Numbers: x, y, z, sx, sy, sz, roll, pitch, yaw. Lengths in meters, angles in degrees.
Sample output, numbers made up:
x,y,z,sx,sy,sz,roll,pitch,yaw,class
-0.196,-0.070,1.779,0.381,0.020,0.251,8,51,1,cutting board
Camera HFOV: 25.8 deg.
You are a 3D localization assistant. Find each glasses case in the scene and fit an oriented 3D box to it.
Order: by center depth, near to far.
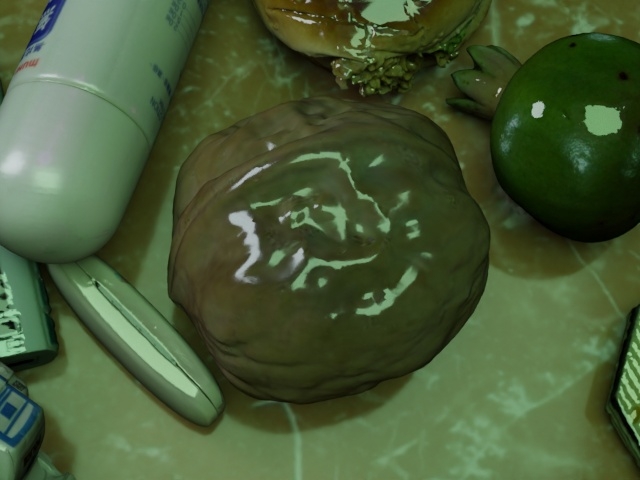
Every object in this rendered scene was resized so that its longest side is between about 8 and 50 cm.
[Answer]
x,y,z,sx,sy,sz,roll,pitch,yaw,class
-0.159,0.079,1.190,0.204,0.081,0.051,45,75,5,glasses case

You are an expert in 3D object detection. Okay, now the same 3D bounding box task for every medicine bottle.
x,y,z,sx,sy,sz,roll,pitch,yaw,class
-0.187,-0.136,1.178,0.130,0.130,0.341,17,63,-1,medicine bottle

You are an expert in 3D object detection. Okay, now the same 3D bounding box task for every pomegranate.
x,y,z,sx,sy,sz,roll,pitch,yaw,class
0.213,-0.105,1.232,0.225,0.187,0.187,31,74,32,pomegranate

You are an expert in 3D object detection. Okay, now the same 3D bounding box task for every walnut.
x,y,z,sx,sy,sz,roll,pitch,yaw,class
0.001,0.003,1.147,0.273,0.227,0.273,0,79,0,walnut

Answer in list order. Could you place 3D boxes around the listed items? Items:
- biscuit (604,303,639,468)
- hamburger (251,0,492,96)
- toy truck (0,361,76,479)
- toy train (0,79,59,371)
x,y,z,sx,sy,sz,roll,pitch,yaw,class
0.362,0.099,1.244,0.252,0.052,0.150,-28,76,-12,biscuit
0.041,-0.260,1.264,0.243,0.146,0.286,12,77,5,hamburger
-0.281,0.202,1.079,0.177,0.161,0.213,34,118,-6,toy truck
-0.311,-0.086,1.213,0.088,0.086,0.407,-13,77,-9,toy train
